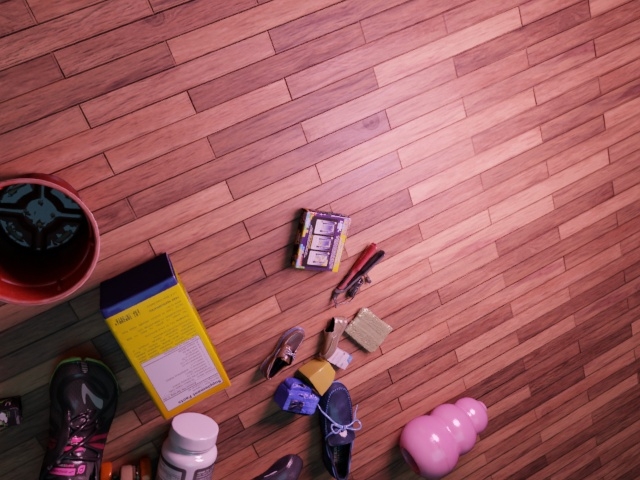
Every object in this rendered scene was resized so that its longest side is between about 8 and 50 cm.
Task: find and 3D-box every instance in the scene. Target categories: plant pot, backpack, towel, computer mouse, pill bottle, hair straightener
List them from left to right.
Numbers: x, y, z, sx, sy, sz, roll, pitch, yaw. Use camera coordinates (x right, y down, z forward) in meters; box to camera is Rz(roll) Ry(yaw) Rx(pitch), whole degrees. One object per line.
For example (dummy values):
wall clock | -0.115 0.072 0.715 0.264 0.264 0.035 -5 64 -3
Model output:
plant pot | -0.640 -0.029 1.299 0.272 0.265 0.273 -6 108 -19
pill bottle | -0.390 0.658 1.675 0.161 0.161 0.284 10 103 -23
computer mouse | -0.149 0.824 1.878 0.261 0.060 0.184 -30 114 -9
backpack | -0.064 0.483 1.780 0.120 0.098 0.101 22 94 -25
plant pot | -0.004 0.413 1.792 0.083 0.081 0.081 -39 117 -16
hair straightener | 0.123 0.120 1.762 0.089 0.047 0.230 36 92 -26
towel | 0.151 0.285 1.838 0.148 0.027 0.110 39 91 -28

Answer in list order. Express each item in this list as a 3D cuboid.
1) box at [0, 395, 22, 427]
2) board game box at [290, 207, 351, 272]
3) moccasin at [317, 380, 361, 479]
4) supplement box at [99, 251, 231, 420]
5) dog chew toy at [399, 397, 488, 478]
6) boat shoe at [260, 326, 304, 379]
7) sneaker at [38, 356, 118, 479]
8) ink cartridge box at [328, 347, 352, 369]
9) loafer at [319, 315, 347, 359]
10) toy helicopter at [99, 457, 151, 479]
box | -0.821 0.445 1.495 0.083 0.062 0.052 -4 110 -20
board game box | 0.000 0.000 1.676 0.140 0.048 0.171 8 103 -25
moccasin | 0.071 0.618 1.864 0.137 0.117 0.342 -13 111 -17
supplement box | -0.406 0.248 1.518 0.194 0.195 0.357 -26 113 -11
dog chew toy | 0.434 0.658 1.981 0.331 0.206 0.207 -29 115 -19
boat shoe | -0.104 0.344 1.736 0.066 0.066 0.183 37 92 -27
sneaker | -0.632 0.531 1.517 0.185 0.202 0.484 4 106 -23
ink cartridge box | 0.054 0.367 1.825 0.083 0.028 0.048 34 93 -27
loafer | 0.030 0.296 1.782 0.050 0.056 0.148 26 86 -25
toy helicopter | -0.549 0.809 1.621 0.140 0.235 0.356 2 106 -22
